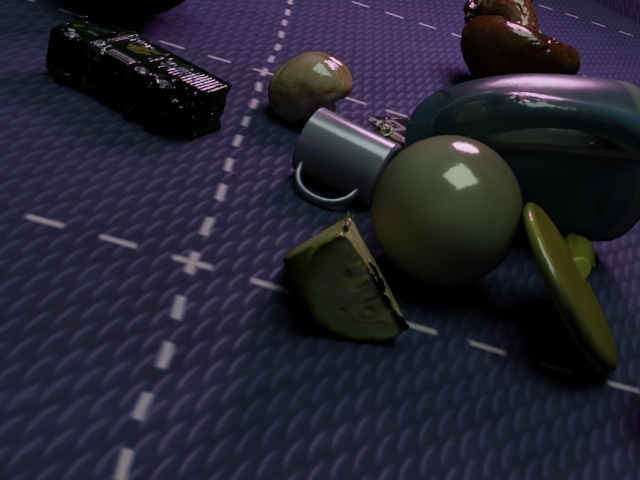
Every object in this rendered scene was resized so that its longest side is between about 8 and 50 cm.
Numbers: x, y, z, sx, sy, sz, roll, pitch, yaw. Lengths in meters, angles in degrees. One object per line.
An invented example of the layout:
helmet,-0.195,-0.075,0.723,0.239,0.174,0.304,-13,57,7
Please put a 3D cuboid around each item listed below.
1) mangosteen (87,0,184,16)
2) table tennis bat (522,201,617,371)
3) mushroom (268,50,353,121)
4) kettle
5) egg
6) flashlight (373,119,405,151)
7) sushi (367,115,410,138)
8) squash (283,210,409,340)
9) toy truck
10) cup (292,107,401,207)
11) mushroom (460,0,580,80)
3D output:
mangosteen,-0.321,-0.557,1.764,0.306,0.306,0.359,29,18,18
table tennis bat,0.320,0.044,1.253,0.224,0.054,0.368,62,19,-1
mushroom,-0.018,-0.248,1.585,0.112,0.148,0.148,59,26,-11
kettle,0.299,-0.143,1.411,0.342,0.247,0.319,6,-14,-17
egg,0.162,-0.041,1.239,0.188,0.189,0.254,22,18,6
flashlight,0.127,-0.164,1.610,0.110,0.031,0.052,33,62,22
sushi,0.212,-0.188,1.704,0.210,0.040,0.193,-4,36,-38
squash,0.000,0.000,1.146,0.169,0.093,0.252,57,6,-35
toy truck,-0.273,-0.241,1.437,0.259,0.088,0.121,29,30,16
cup,0.029,-0.104,1.396,0.133,0.136,0.099,27,-6,13
mushroom,0.403,-0.402,2.052,0.263,0.195,0.283,4,46,-42
